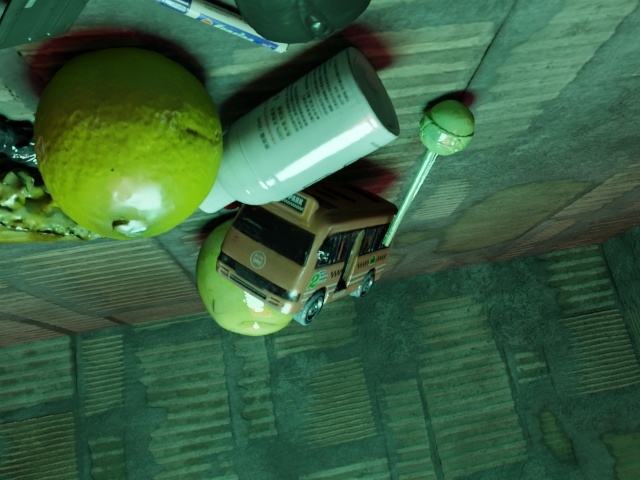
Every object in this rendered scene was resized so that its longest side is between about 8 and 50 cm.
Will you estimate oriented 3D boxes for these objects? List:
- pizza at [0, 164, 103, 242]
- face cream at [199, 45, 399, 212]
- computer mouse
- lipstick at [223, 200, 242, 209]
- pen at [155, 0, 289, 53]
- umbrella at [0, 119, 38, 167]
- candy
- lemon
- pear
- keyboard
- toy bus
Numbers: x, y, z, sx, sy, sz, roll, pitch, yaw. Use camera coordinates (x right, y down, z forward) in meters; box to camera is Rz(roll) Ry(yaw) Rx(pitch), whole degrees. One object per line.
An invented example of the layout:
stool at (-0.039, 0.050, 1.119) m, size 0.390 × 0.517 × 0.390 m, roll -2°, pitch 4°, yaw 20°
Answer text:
pizza at (-0.568, -0.073, 0.747) m, size 0.439 × 0.130 × 0.406 m, roll -1°, pitch 169°, yaw 1°
face cream at (-0.071, -0.135, 0.797) m, size 0.369 × 0.146 × 0.145 m, roll -26°, pitch 159°, yaw 27°
computer mouse at (-0.027, -0.273, 0.523) m, size 0.137 × 0.087 × 0.269 m, roll -14°, pitch 165°, yaw 13°
lipstick at (-0.110, -0.136, 0.975) m, size 0.073 × 0.073 × 0.279 m, roll 2°, pitch 160°, yaw -39°
pen at (-0.121, -0.262, 0.606) m, size 0.204 × 0.025 × 0.025 m, roll 4°, pitch 158°, yaw -43°
umbrella at (-0.456, -0.141, 0.734) m, size 0.080 × 0.072 × 0.224 m, roll 14°, pitch 179°, yaw 22°
candy at (0.190, -0.115, 0.998) m, size 0.092 × 0.092 × 0.336 m, roll -15°, pitch 140°, yaw -38°
lemon at (-0.250, -0.112, 0.691) m, size 0.240 × 0.220 × 0.240 m, roll -6°, pitch 162°, yaw -2°
pear at (-0.168, 0.087, 1.316) m, size 0.308 × 0.310 × 0.309 m, roll -10°, pitch 164°, yaw -3°
keyboard at (-0.257, -0.234, 0.507) m, size 0.381 × 0.041 × 0.103 m, roll -27°, pitch -169°, yaw 44°
toy bus at (0.000, 0.000, 1.052) m, size 0.203 × 0.233 × 0.426 m, roll 27°, pitch -163°, yaw 23°
